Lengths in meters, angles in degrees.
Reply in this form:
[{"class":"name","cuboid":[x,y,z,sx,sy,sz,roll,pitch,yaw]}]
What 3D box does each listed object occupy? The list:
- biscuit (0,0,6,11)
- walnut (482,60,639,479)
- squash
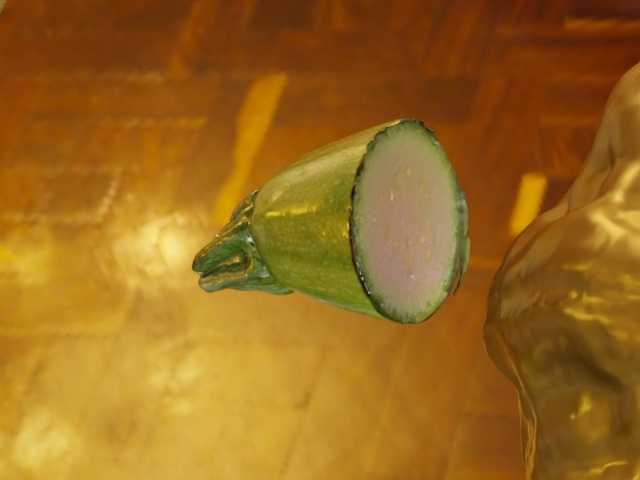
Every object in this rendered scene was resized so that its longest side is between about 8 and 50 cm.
[{"class":"biscuit","cuboid":[-0.265,-0.203,0.913,0.057,0.312,0.351,5,67,53]},{"class":"walnut","cuboid":[0.206,0.046,0.719,0.306,0.344,0.306,0,82,1]},{"class":"squash","cuboid":[-0.004,-0.008,1.004,0.132,0.105,0.105,-2,46,38]}]
